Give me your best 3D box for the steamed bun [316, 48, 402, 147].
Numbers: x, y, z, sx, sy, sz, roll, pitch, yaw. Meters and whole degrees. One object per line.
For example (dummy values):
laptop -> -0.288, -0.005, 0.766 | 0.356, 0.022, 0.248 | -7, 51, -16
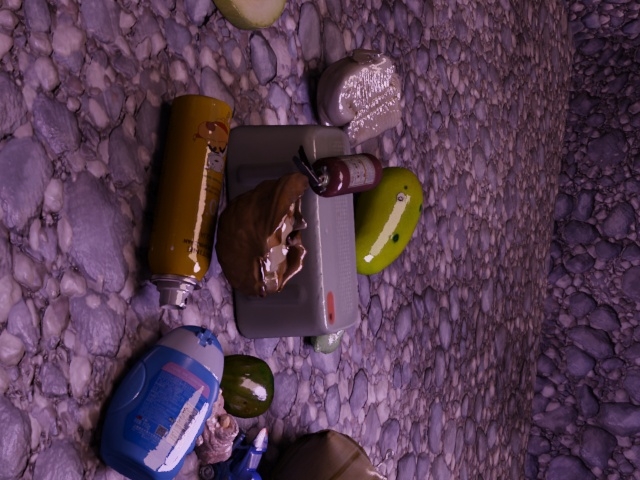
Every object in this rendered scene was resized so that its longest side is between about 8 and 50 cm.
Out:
steamed bun -> 0.071, -0.324, 2.026 | 0.218, 0.144, 0.211 | -37, 138, -25

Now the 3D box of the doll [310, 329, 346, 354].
doll -> 0.011, 0.166, 1.968 | 0.115, 0.078, 0.150 | 4, 76, -62

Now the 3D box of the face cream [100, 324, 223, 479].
face cream -> -0.238, 0.244, 1.450 | 0.149, 0.083, 0.264 | 36, 54, -12

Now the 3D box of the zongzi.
zongzi -> -0.042, 0.531, 1.815 | 0.418, 0.181, 0.447 | -49, 169, -6

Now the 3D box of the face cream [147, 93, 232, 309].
face cream -> -0.218, -0.059, 1.516 | 0.105, 0.105, 0.348 | 30, 63, -57

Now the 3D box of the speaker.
speaker -> -0.049, -0.019, 1.742 | 0.183, 0.184, 0.406 | -9, 97, -62

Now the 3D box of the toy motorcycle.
toy motorcycle -> -0.146, 0.425, 1.617 | 0.076, 0.114, 0.205 | 28, 65, -57

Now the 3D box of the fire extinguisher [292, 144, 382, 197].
fire extinguisher -> 0.024, -0.125, 1.627 | 0.231, 0.071, 0.099 | -12, 72, -60

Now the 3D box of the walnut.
walnut -> -0.106, -0.002, 1.527 | 0.238, 0.141, 0.204 | 96, 16, -49

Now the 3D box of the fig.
fig -> -0.156, 0.248, 1.630 | 0.177, 0.117, 0.117 | 30, 62, -46

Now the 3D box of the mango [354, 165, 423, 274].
mango -> 0.145, -0.043, 2.154 | 0.175, 0.143, 0.293 | 55, 52, -43

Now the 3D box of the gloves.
gloves -> -0.193, 0.312, 1.557 | 0.094, 0.110, 0.144 | -22, 114, -15

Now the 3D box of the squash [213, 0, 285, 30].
squash -> -0.138, -0.522, 1.740 | 0.252, 0.049, 0.252 | 1, 88, -61
